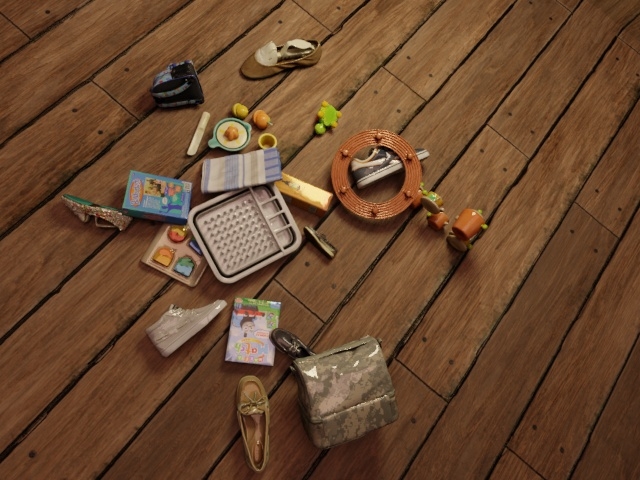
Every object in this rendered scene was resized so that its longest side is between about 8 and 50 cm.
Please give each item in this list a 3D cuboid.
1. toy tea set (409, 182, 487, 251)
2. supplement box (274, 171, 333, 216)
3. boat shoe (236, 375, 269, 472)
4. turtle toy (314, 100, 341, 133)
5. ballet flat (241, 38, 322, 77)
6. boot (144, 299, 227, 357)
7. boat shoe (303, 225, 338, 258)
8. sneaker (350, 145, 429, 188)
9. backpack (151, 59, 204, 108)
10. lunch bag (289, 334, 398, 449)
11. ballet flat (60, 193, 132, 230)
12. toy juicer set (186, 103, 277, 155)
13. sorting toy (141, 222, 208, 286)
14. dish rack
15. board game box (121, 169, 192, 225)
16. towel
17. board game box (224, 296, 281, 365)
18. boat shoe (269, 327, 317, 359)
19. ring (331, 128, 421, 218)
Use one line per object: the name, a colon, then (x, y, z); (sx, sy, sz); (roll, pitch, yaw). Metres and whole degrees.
toy tea set: (0.473, -0.115, 1.768); (0.336, 0.200, 0.124); (43, 79, 9)
supplement box: (-0.078, -0.172, 1.736); (0.233, 0.080, 0.078); (24, 69, -5)
boat shoe: (-0.203, 0.568, 1.476); (0.104, 0.089, 0.285); (-9, 75, -13)
turtle toy: (0.019, -0.476, 1.852); (0.095, 0.066, 0.130); (31, 70, -26)
ballet flat: (-0.149, -0.736, 1.867); (0.342, 0.124, 0.116); (-15, 77, -15)
boot: (-0.436, 0.248, 1.522); (0.258, 0.095, 0.123); (-40, 91, -18)
boat shoe: (0.000, 0.000, 1.714); (0.152, 0.056, 0.049); (48, 65, -5)
sneaker: (0.266, -0.315, 1.822); (0.321, 0.126, 0.127); (-23, 85, -15)
backpack: (-0.531, -0.564, 1.728); (0.173, 0.158, 0.117); (-17, 69, -4)
lunch bag: (0.074, 0.455, 1.475); (0.305, 0.212, 0.256); (-13, 98, -14)
ballet flat: (-0.752, -0.089, 1.574); (0.240, 0.091, 0.077); (16, 93, -3)
toy juicer set: (-0.332, -0.424, 1.754); (0.328, 0.089, 0.209); (-3, 74, -12)
sorting toy: (-0.476, 0.033, 1.612); (0.208, 0.038, 0.193); (27, 70, -2)
dish rack: (-0.262, -0.036, 1.634); (0.332, 0.072, 0.286); (-28, 93, -20)
board game box: (-0.553, -0.145, 1.609); (0.210, 0.047, 0.160); (11, 57, -20)
towel: (-0.280, -0.249, 1.660); (0.285, 0.034, 0.209); (-10, 41, -1)
board game box: (-0.224, 0.305, 1.580); (0.160, 0.039, 0.212); (9, 73, -9)
boat shoe: (-0.076, 0.356, 1.562); (0.206, 0.065, 0.075); (41, 63, -10)
ring: (0.207, -0.247, 1.739); (0.336, 0.032, 0.337); (0, 88, -1)
